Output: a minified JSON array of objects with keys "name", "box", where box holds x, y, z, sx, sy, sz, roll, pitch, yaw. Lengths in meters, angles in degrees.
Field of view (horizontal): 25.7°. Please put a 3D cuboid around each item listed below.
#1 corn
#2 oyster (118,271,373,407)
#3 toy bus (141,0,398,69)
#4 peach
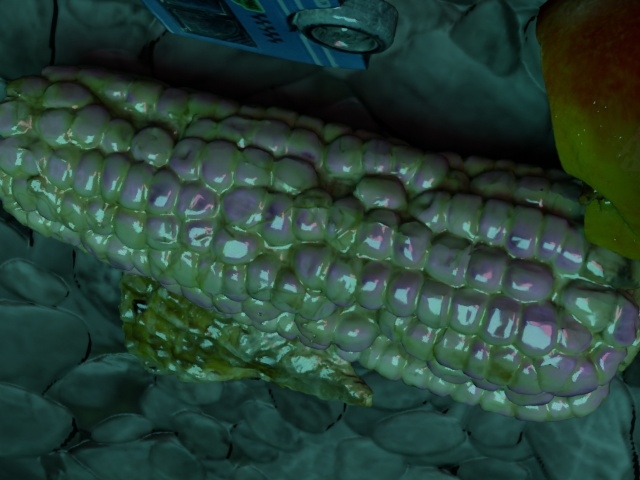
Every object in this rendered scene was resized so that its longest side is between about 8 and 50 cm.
[{"name":"corn","box":[0.000,-0.001,0.693,0.335,0.126,0.126,14,125,6]},{"name":"oyster","box":[-0.051,0.054,0.798,0.146,0.045,0.121,43,136,-15]},{"name":"toy bus","box":[-0.035,-0.156,0.530,0.134,0.246,0.113,9,80,14]},{"name":"peach","box":[0.170,-0.060,0.615,0.118,0.151,0.151,-27,114,41]}]
